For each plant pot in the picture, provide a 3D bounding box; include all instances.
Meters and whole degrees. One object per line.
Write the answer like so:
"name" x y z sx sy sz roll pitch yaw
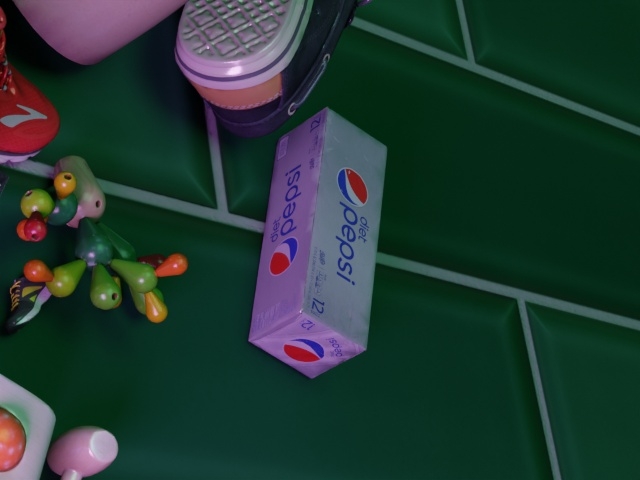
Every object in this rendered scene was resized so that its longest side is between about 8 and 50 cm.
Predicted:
"plant pot" -0.164 -0.347 1.753 0.256 0.274 0.256 53 24 -36

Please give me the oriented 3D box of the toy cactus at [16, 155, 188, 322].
"toy cactus" -0.217 -0.015 1.680 0.219 0.112 0.180 31 28 -45

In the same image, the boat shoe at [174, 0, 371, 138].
"boat shoe" -0.033 -0.319 2.016 0.156 0.186 0.500 76 26 -48

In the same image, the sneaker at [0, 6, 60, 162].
"sneaker" -0.327 -0.171 1.630 0.279 0.118 0.107 41 37 -42

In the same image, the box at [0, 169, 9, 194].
"box" -0.386 -0.056 1.454 0.184 0.190 0.045 43 40 -22

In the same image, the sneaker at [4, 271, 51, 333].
"sneaker" -0.277 0.055 1.637 0.035 0.031 0.083 45 32 -11

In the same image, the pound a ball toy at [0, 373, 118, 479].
"pound a ball toy" -0.274 0.239 1.439 0.208 0.135 0.319 37 45 -27

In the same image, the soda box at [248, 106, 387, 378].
"soda box" 0.000 0.000 1.924 0.098 0.091 0.286 32 46 -30
